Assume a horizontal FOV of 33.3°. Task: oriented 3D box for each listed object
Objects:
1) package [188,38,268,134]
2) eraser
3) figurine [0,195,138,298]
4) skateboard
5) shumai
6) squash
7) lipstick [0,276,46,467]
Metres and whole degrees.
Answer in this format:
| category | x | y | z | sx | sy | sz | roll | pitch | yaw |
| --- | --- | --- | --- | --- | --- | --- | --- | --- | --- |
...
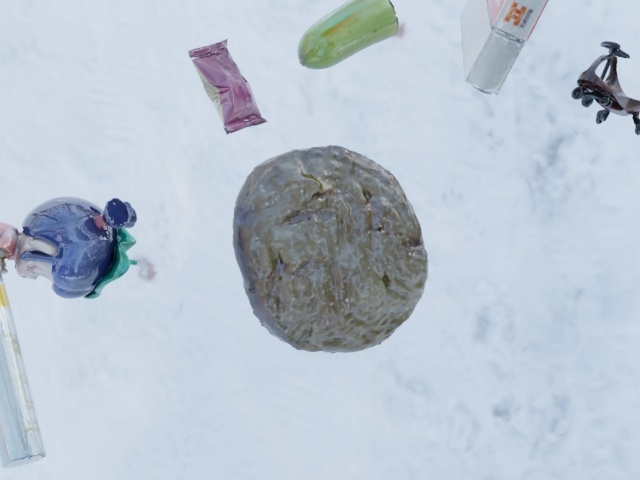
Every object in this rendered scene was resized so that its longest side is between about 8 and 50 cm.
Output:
| category | x | y | z | sx | sy | sz | roll | pitch | yaw |
| --- | --- | --- | --- | --- | --- | --- | --- | --- | --- |
| package | -0.082 | -0.135 | 0.944 | 0.059 | 0.029 | 0.083 | -28 | 95 | -52 |
| eraser | 0.185 | -0.258 | 0.925 | 0.038 | 0.230 | 0.157 | 20 | 33 | -8 |
| figurine | -0.265 | 0.005 | 0.990 | 0.195 | 0.111 | 0.102 | 2 | 96 | -15 |
| skateboard | 0.371 | -0.195 | 1.356 | 0.067 | 0.151 | 0.080 | 24 | 91 | 36 |
| shumai | -0.002 | -0.003 | 0.699 | 0.123 | 0.139 | 0.105 | -32 | 46 | 0 |
| squash | 0.036 | -0.360 | 1.860 | 0.188 | 0.095 | 0.095 | -32 | 76 | -23 |
| lipstick | -0.418 | 0.166 | 1.405 | 0.059 | 0.059 | 0.264 | -11 | 72 | -22 |
